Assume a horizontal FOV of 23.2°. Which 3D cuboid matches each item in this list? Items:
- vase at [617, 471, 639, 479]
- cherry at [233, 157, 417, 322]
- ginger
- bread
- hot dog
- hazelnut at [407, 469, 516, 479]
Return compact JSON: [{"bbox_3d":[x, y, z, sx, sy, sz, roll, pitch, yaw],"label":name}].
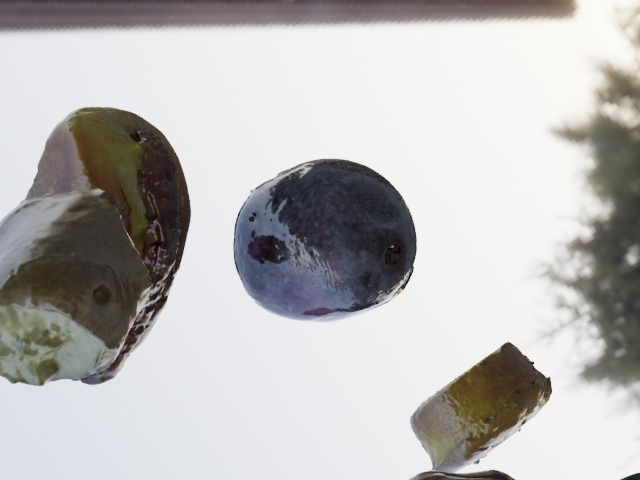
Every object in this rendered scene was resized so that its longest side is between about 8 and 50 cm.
[{"bbox_3d":[0.333,0.366,1.462,0.156,0.251,0.300,46,-160,-38],"label":"vase"},{"bbox_3d":[0.007,0.001,1.638,0.195,0.195,0.195,40,-149,-31],"label":"cherry"},{"bbox_3d":[-0.271,0.046,1.489,0.221,0.276,0.130,-28,-65,-24],"label":"ginger"},{"bbox_3d":[0.272,0.288,2.658,0.145,0.268,0.268,51,-154,9],"label":"bread"},{"bbox_3d":[-0.305,0.032,2.114,0.185,0.405,0.223,10,-163,-45],"label":"hot dog"},{"bbox_3d":[0.164,0.386,1.900,0.251,0.217,0.217,-6,-114,-52],"label":"hazelnut"}]
